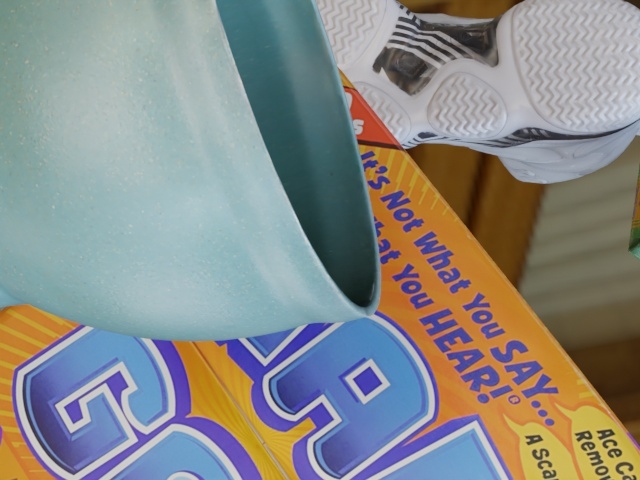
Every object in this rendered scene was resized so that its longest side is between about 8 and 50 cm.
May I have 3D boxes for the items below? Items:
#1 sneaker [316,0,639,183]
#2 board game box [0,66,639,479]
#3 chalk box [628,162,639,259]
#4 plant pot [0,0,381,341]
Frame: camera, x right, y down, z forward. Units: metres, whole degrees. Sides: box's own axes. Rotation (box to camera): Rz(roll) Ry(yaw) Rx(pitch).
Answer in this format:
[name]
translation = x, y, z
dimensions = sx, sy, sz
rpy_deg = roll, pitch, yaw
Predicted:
[sneaker]
translation = 0.106, -0.119, 1.571
dimensions = 0.210, 0.366, 0.137
rpy_deg = 34, 59, -70
[board game box]
translation = 0.006, 0.172, 1.314
dimensions = 0.356, 0.356, 0.356
rpy_deg = 53, 1, 22
[chalk box]
translation = 0.399, -0.048, 1.723
dimensions = 0.213, 0.132, 0.132
rpy_deg = -41, -159, 38
[plant pot]
translation = -0.108, -0.074, 0.983
dimensions = 0.293, 0.196, 0.293
rpy_deg = -17, 90, -79
